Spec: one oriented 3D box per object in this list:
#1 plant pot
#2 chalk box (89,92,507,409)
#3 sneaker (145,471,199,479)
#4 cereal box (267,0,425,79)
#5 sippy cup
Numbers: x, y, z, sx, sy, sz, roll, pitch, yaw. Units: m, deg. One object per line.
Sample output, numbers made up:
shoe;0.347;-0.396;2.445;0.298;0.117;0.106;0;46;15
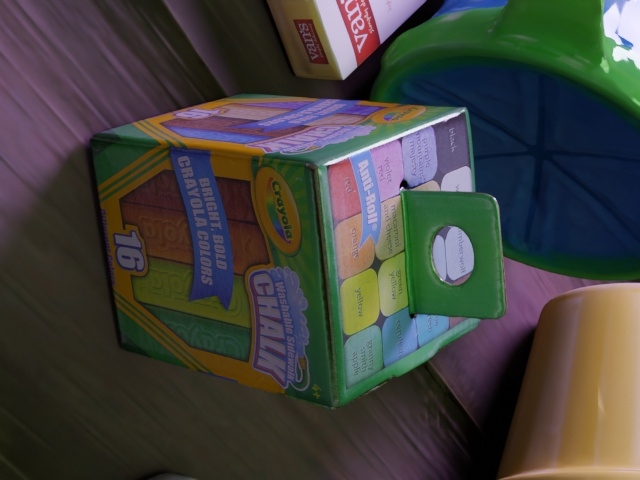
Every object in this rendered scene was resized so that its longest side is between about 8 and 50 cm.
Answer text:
plant pot;0.250;0.172;1.010;0.254;0.254;0.239;34;56;-47
chalk box;0.000;0.000;0.692;0.132;0.213;0.132;-23;114;-45
sneaker;-0.128;0.223;0.658;0.290;0.123;0.106;-37;125;-36
cereal box;0.040;-0.237;0.820;0.240;0.047;0.173;-48;131;-33
sippy cup;0.181;-0.129;0.865;0.240;0.305;0.224;36;64;-15
